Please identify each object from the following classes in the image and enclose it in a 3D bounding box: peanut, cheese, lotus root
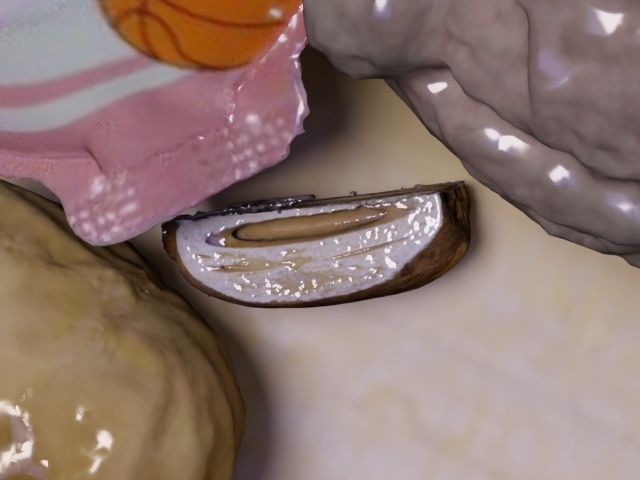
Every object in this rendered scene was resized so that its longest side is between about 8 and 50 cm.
[{"bbox_3d":[-0.132,0.033,0.501,0.236,0.110,0.120,13,149,22],"label":"peanut"},{"bbox_3d":[-0.079,-0.139,0.460,0.189,0.074,0.286,-23,81,21],"label":"cheese"},{"bbox_3d":[0.000,0.002,0.480,0.083,0.037,0.030,-4,94,18],"label":"lotus root"}]

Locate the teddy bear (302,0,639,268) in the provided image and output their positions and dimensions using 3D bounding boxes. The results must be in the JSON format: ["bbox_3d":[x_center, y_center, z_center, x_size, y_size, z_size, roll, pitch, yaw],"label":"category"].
[{"bbox_3d":[0.108,-0.122,0.349,0.236,0.151,0.267,41,105,37],"label":"teddy bear"}]
